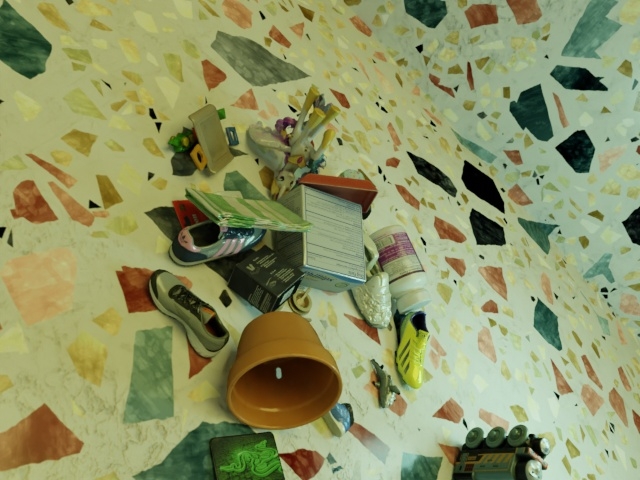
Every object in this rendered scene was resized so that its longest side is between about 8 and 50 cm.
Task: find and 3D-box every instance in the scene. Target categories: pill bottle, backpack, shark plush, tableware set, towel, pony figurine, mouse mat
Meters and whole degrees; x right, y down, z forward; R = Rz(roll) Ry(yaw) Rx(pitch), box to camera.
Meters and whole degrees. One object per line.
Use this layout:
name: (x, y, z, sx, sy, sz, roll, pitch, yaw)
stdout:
pill bottle: (0.286, 0.108, 2.207, 0.169, 0.169, 0.301, -2, 63, -46)
backpack: (0.119, -0.178, 2.309, 0.152, 0.115, 0.181, 11, 51, -37)
shark plush: (0.200, 0.454, 1.944, 0.067, 0.073, 0.161, -12, 72, -17)
tableware set: (-0.098, 0.179, 1.865, 0.194, 0.039, 0.128, 12, 53, -39)
towel: (-0.210, -0.089, 1.775, 0.325, 0.038, 0.248, 4, 20, -39)
pony figurine: (-0.080, -0.337, 2.100, 0.303, 0.363, 0.351, 24, 30, -22)
mouse mat: (-0.177, 0.553, 1.496, 0.190, 0.007, 0.152, 8, 50, -39)

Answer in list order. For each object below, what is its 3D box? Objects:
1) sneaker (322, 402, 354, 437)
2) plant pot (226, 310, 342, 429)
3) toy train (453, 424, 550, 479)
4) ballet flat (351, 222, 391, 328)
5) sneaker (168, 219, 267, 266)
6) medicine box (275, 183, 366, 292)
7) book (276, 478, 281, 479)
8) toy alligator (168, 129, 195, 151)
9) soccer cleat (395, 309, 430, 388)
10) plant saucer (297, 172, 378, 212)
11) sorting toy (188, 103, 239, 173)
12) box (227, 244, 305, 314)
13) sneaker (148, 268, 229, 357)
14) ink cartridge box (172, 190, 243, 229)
sneaker: (0.044, 0.482, 1.752, 0.085, 0.058, 0.152, -27, 86, -46)
plant pot: (-0.103, 0.322, 1.578, 0.291, 0.291, 0.203, 27, 29, -29)
toy train: (0.571, 0.699, 1.917, 0.142, 0.334, 0.190, 42, 53, -16)
ballet flat: (0.161, 0.105, 2.114, 0.147, 0.147, 0.408, -3, 64, -47)
sneaker: (-0.269, -0.019, 1.726, 0.319, 0.131, 0.112, -24, 74, -37)
medicine box: (0.000, 0.000, 1.983, 0.264, 0.149, 0.289, 16, 61, -37)
book: (-0.093, 0.675, 1.485, 0.096, 0.035, 0.144, 39, 39, -12)
toy alligator: (-0.423, -0.318, 1.926, 0.189, 0.056, 0.051, -49, 142, -57)
soccer cleat: (0.326, 0.366, 2.081, 0.093, 0.121, 0.289, 30, 43, -27)
plant saucer: (0.050, -0.162, 2.041, 0.259, 0.259, 0.047, 6, 77, -3)
sorting toy: (-0.359, -0.325, 1.947, 0.347, 0.047, 0.195, -63, 137, -62)
box: (-0.158, 0.115, 1.776, 0.158, 0.093, 0.156, 36, 36, 12)
sneaker: (-0.334, 0.176, 1.575, 0.271, 0.108, 0.100, 49, 40, -2)
ink cartridge box: (-0.308, -0.058, 1.829, 0.232, 0.066, 0.189, -4, 64, -52)
